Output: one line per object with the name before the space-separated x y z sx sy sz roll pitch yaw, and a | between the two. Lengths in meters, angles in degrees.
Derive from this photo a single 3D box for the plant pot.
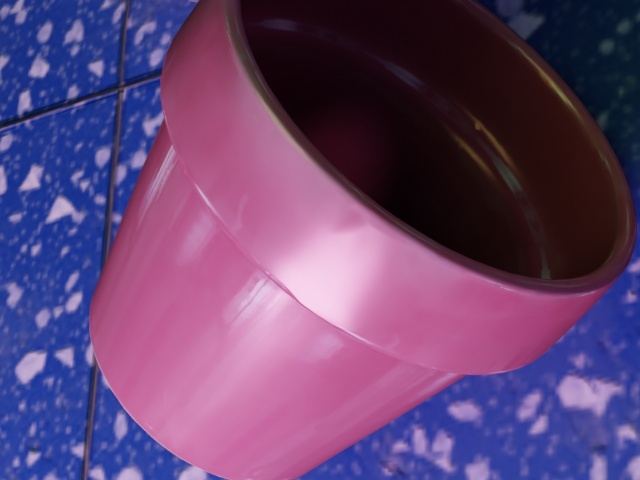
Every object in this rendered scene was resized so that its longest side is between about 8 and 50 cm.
plant pot | 0.000 0.000 0.714 0.180 0.201 0.201 -49 47 34

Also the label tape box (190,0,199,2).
label tape box | -0.043 -0.248 0.762 0.249 0.115 0.348 -64 6 2
